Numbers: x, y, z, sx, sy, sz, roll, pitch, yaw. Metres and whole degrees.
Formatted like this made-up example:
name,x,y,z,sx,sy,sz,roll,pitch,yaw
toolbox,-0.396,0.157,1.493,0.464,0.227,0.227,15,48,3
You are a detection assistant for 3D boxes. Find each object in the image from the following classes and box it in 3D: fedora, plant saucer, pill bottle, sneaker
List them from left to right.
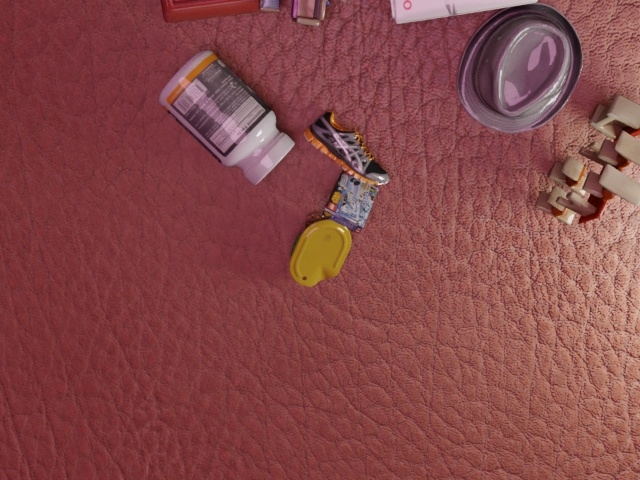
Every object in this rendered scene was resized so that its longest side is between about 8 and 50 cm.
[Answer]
name,x,y,z,sx,sy,sz,roll,pitch,yaw
plant saucer,-0.232,-0.600,1.581,0.258,0.048,0.259,-5,107,8
pill bottle,-0.198,-0.260,1.632,0.278,0.162,0.162,44,108,-9
sneaker,0.068,-0.199,1.664,0.215,0.084,0.083,36,104,-5
fedora,0.412,-0.344,1.549,0.243,0.124,0.275,31,109,-4

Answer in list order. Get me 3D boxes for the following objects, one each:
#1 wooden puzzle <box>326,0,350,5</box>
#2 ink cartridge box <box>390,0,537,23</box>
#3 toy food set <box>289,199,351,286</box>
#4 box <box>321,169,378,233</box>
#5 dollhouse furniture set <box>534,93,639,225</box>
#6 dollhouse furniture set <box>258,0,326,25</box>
name,x,y,z,sx,sy,sz,roll,pitch,yaw
wooden puzzle,0.043,-0.542,1.584,0.078,0.014,0.116,23,110,-1
ink cartridge box,0.272,-0.556,1.497,0.283,0.117,0.207,-6,108,8
toy food set,0.000,0.000,1.752,0.128,0.071,0.218,16,114,-24
box,0.067,-0.086,1.674,0.094,0.137,0.027,28,137,-3
dollhouse furniture set,0.593,-0.151,1.539,0.135,0.262,0.259,29,78,-6
dollhouse furniture set,-0.125,-0.574,1.448,0.303,0.198,0.286,3,107,-13
